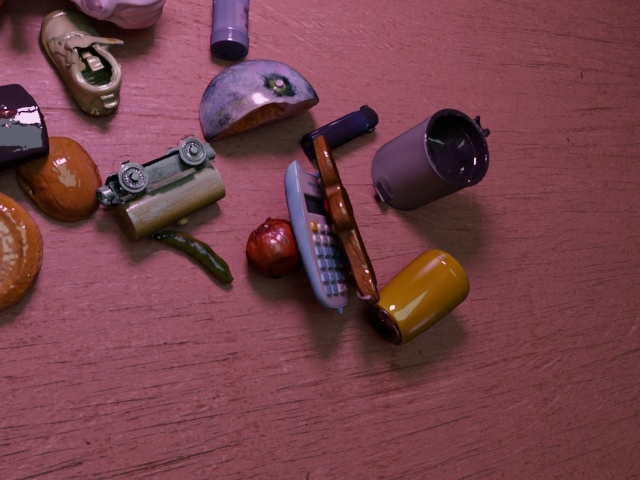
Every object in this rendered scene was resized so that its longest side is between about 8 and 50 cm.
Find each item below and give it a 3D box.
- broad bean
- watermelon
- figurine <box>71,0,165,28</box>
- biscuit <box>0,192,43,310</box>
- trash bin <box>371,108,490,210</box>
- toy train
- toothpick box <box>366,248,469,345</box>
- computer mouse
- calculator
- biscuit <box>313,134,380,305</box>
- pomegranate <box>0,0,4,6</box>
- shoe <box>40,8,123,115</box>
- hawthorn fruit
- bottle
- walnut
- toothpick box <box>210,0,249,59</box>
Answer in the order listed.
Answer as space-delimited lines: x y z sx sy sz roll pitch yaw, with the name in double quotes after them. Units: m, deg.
-0.302 0.031 1.475 0.227 0.039 0.069 28 60 -18 "broad bean"
-0.159 -0.391 1.570 0.322 0.175 0.188 -29 93 -31 "watermelon"
-0.511 -0.613 1.384 0.361 0.211 0.253 16 59 -44 "figurine"
-0.693 -0.002 1.237 0.274 0.091 0.213 33 79 -13 "biscuit"
0.301 -0.217 1.718 0.277 0.263 0.217 -36 96 -29 "trash bin"
-0.356 -0.123 1.423 0.308 0.126 0.189 -31 92 -34 "toy train"
0.256 0.160 1.659 0.271 0.175 0.175 -35 95 -26 "toothpick box"
-0.702 -0.216 1.249 0.270 0.100 0.170 -23 85 -11 "computer mouse"
0.000 0.000 1.553 0.256 0.055 0.386 6 67 -70 "calculator"
0.052 -0.055 1.567 0.064 0.283 0.431 -19 99 7 "biscuit"
-0.759 -0.585 1.285 0.216 0.215 0.215 7 75 -26 "pomegranate"
-0.535 -0.421 1.424 0.140 0.128 0.262 -23 92 -44 "shoe"
-0.103 0.030 1.526 0.148 0.148 0.172 -52 119 -27 "hawthorn fruit"
0.061 -0.304 1.722 0.244 0.072 0.082 -32 99 -29 "bottle"
-0.564 -0.147 1.352 0.167 0.087 0.211 -40 98 -33 "walnut"
-0.236 -0.566 1.613 0.101 0.101 0.153 8 74 -26 "toothpick box"
